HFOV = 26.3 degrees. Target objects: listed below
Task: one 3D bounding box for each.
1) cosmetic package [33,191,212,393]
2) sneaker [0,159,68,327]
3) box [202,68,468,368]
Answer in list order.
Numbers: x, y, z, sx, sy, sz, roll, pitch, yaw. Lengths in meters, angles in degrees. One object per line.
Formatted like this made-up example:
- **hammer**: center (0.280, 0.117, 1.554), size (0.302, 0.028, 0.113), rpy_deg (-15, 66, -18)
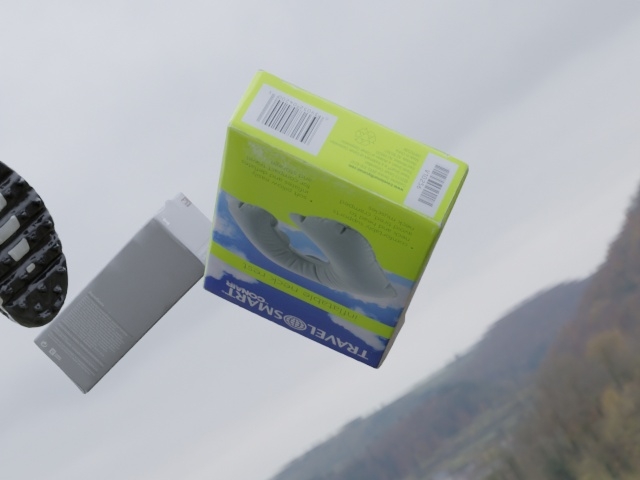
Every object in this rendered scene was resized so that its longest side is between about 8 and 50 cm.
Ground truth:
- **cosmetic package**: center (-0.230, 0.062, 1.685), size (0.238, 0.107, 0.127), rpy_deg (-41, 5, 20)
- **sneaker**: center (-0.271, -0.033, 0.985), size (0.078, 0.234, 0.106), rpy_deg (-46, 17, -32)
- **box**: center (0.000, 0.000, 0.682), size (0.178, 0.109, 0.042), rpy_deg (106, -169, -59)
